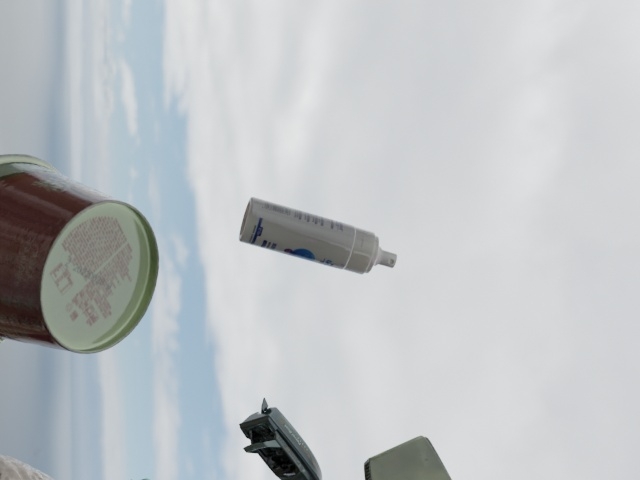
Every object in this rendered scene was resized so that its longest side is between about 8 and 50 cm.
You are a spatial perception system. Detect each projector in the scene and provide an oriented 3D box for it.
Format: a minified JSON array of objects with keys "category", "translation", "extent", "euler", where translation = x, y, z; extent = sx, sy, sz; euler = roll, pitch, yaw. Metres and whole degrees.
[{"category":"projector","translation":[0.192,0.559,1.885],"extent":[0.270,0.193,0.088],"euler":[64,-24,20]}]

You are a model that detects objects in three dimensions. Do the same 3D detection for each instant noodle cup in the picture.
[{"category":"instant noodle cup","translation":[-0.315,0.025,1.080],"extent":[0.178,0.234,0.235],"euler":[13,-72,32]}]

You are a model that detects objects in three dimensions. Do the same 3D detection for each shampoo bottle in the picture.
[{"category":"shampoo bottle","translation":[0.000,0.000,1.752],"extent":[0.092,0.303,0.092],"euler":[-164,-90,-79]}]

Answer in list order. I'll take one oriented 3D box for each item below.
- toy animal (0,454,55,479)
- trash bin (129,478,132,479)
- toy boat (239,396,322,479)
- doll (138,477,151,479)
[{"category":"toy animal","translation":[-0.430,0.434,1.276],"extent":[0.358,0.188,0.226],"euler":[69,20,-7]},{"category":"trash bin","translation":[-0.463,0.649,2.270],"extent":[0.092,0.043,0.061],"euler":[44,-57,17]},{"category":"toy boat","translation":[-0.070,0.445,1.869],"extent":[0.093,0.246,0.103],"euler":[-23,-160,36]},{"category":"doll","translation":[-0.248,0.329,1.028],"extent":[0.159,0.158,0.059],"euler":[49,2,-46]}]
